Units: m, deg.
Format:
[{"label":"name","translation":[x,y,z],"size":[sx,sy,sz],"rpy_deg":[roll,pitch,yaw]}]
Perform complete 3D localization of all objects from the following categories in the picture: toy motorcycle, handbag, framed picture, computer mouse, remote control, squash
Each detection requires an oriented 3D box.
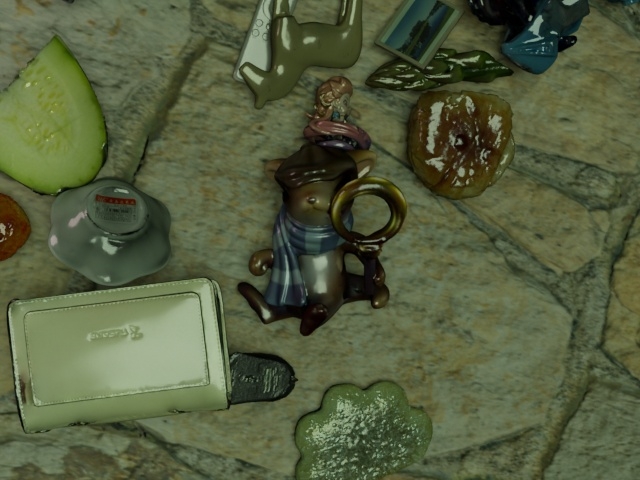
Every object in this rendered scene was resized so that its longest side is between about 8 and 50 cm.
[{"label":"toy motorcycle","translation":[0.467,-0.455,2.005],"size":[0.416,0.172,0.232],"rpy_deg":[-22,104,-17]},{"label":"handbag","translation":[-0.343,0.199,1.872],"size":[0.358,0.160,0.237],"rpy_deg":[-6,84,-2]},{"label":"framed picture","translation":[0.184,-0.394,1.983],"size":[0.109,0.011,0.149],"rpy_deg":[30,74,12]},{"label":"computer mouse","translation":[-0.128,0.255,1.991],"size":[0.172,0.057,0.099],"rpy_deg":[6,90,-20]},{"label":"remote control","translation":[-0.088,-0.407,1.961],"size":[0.067,0.029,0.261],"rpy_deg":[20,90,-12]},{"label":"squash","translation":[-0.456,-0.193,1.851],"size":[0.155,0.204,0.237],"rpy_deg":[43,87,10]}]

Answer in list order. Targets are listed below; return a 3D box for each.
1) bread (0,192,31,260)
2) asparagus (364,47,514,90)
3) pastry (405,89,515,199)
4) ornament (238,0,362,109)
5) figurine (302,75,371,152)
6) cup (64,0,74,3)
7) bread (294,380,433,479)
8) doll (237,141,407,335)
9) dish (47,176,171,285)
[{"label":"bread","translation":[-0.638,-0.040,1.857],"size":[0.268,0.095,0.139],"rpy_deg":[21,83,-7]},{"label":"asparagus","translation":[0.220,-0.321,2.003],"size":[0.287,0.080,0.080],"rpy_deg":[-11,96,-8]},{"label":"pastry","translation":[0.260,-0.190,2.005],"size":[0.229,0.100,0.218],"rpy_deg":[42,86,-12]},{"label":"ornament","translation":[-0.035,-0.358,1.943],"size":[0.230,0.061,0.245],"rpy_deg":[-1,99,-20]},{"label":"figurine","translation":[0.020,-0.222,1.960],"size":[0.114,0.126,0.157],"rpy_deg":[-21,76,14]},{"label":"cup","translation":[-0.411,-0.580,1.803],"size":[0.205,0.205,0.312],"rpy_deg":[38,86,-11]},{"label":"bread","translation":[0.066,0.368,2.035],"size":[0.286,0.056,0.207],"rpy_deg":[-28,100,-8]},{"label":"doll","translation":[-0.001,0.002,1.901],"size":[0.317,0.209,0.340],"rpy_deg":[6,110,12]},{"label":"dish","translation":[-0.357,-0.035,1.854],"size":[0.229,0.081,0.229],"rpy_deg":[10,54,-14]}]
